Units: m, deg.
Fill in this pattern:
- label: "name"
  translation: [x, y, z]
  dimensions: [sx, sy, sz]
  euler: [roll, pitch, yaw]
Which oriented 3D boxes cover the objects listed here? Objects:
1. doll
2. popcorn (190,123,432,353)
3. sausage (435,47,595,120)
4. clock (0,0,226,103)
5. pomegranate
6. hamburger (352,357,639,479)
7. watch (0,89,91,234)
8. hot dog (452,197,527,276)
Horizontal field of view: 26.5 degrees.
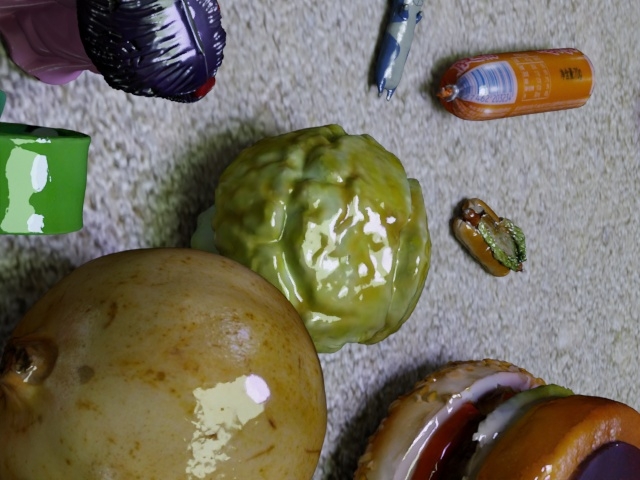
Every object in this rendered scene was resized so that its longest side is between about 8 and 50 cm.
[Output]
- label: "doll"
  translation: [0.077, -0.199, 1.340]
  dimensions: [0.037, 0.027, 0.125]
  euler: [16, 87, -55]
- label: "popcorn"
  translation: [0.000, 0.000, 1.194]
  dimensions: [0.221, 0.183, 0.204]
  euler: [16, 81, -47]
- label: "sausage"
  translation: [0.203, -0.167, 1.453]
  dimensions: [0.234, 0.071, 0.071]
  euler: [-11, 107, -46]
- label: "clock"
  translation: [-0.162, -0.188, 0.963]
  dimensions: [0.100, 0.195, 0.194]
  euler: [-41, 128, -29]
- label: "pomegranate"
  translation: [-0.124, 0.129, 1.027]
  dimensions: [0.264, 0.264, 0.264]
  euler: [-13, 108, -45]
- label: "hamburger"
  translation: [0.188, 0.291, 1.408]
  dimensions: [0.330, 0.250, 0.330]
  euler: [-14, 108, -49]
- label: "watch"
  translation: [-0.247, -0.040, 0.937]
  dimensions: [0.165, 0.152, 0.131]
  euler: [1, 101, -49]
- label: "hot dog"
  translation: [0.190, -0.001, 1.497]
  dimensions: [0.133, 0.041, 0.056]
  euler: [45, 67, -43]
